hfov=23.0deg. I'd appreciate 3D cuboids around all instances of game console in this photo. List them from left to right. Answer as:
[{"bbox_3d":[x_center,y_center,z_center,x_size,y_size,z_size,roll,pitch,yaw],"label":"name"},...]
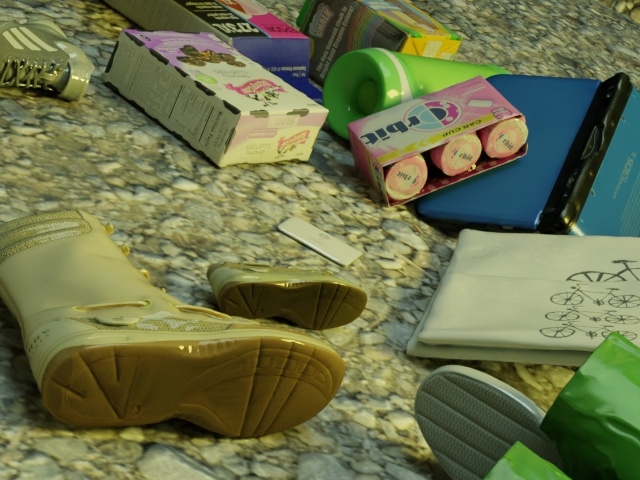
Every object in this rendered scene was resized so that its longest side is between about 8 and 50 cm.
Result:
[{"bbox_3d":[0.290,-0.059,1.885,0.250,0.173,0.293,48,46,-19],"label":"game console"}]

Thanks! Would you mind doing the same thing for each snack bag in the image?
[{"bbox_3d":[0.272,0.047,1.564,0.323,0.037,0.342,1,19,14],"label":"snack bag"}]

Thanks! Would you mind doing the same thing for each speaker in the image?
[{"bbox_3d":[0.143,-0.173,2.011,0.296,0.131,0.131,2,31,-46],"label":"speaker"}]

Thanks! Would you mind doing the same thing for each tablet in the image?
[{"bbox_3d":[0.000,0.000,1.615,0.083,0.006,0.054,30,22,11],"label":"tablet"}]

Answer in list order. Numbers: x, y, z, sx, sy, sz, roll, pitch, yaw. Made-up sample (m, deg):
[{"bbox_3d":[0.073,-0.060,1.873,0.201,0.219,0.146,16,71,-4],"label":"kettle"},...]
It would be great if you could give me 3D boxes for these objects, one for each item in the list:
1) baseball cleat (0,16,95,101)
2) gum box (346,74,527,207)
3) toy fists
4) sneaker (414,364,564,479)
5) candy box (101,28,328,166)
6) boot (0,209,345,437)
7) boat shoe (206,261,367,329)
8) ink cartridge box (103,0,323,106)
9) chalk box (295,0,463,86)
[{"bbox_3d":[-0.299,-0.184,1.634,0.109,0.072,0.206,34,26,6],"label":"baseball cleat"},{"bbox_3d":[0.140,-0.119,1.834,0.188,0.062,0.107,-21,37,-11],"label":"gum box"},{"bbox_3d":[0.207,0.192,1.156,0.142,0.096,0.279,36,49,17],"label":"toy fists"},{"bbox_3d":[0.189,0.191,1.284,0.258,0.094,0.091,37,14,7],"label":"sneaker"},{"bbox_3d":[-0.117,-0.163,1.778,0.196,0.070,0.165,36,24,27],"label":"candy box"},{"bbox_3d":[-0.126,0.061,1.225,0.262,0.095,0.203,3,28,-35],"label":"boot"},{"bbox_3d":[-0.028,0.045,1.418,0.153,0.056,0.048,3,34,-29],"label":"boat shoe"},{"bbox_3d":[-0.146,-0.284,2.049,0.371,0.069,0.176,38,25,24],"label":"ink cartridge box"},{"bbox_3d":[0.057,-0.270,2.134,0.213,0.132,0.132,40,26,31],"label":"chalk box"}]
